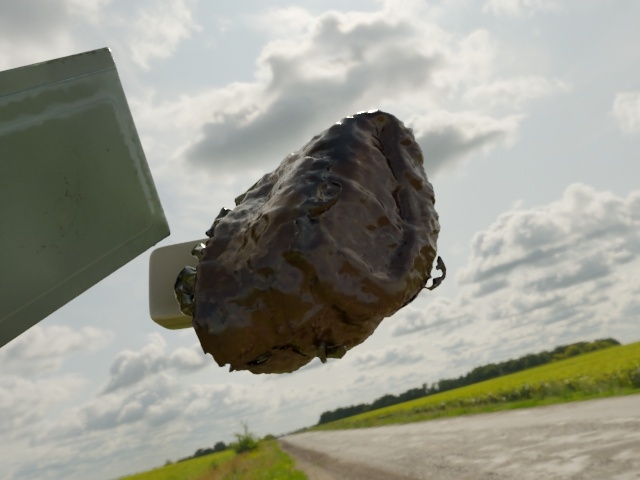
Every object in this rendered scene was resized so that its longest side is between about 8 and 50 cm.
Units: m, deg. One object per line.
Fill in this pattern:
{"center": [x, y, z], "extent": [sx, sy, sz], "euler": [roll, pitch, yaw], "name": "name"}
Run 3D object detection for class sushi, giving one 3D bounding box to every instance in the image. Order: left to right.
{"center": [-0.003, 0.001, 0.499], "extent": [0.167, 0.296, 0.179], "euler": [32, -42, -14], "name": "sushi"}

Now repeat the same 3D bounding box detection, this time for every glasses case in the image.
{"center": [-0.126, 0.059, 1.013], "extent": [0.337, 0.143, 0.076], "euler": [-9, -24, 7], "name": "glasses case"}

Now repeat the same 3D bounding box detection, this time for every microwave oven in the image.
{"center": [-0.389, -0.044, 0.654], "extent": [0.219, 0.286, 0.355], "euler": [0, 26, 27], "name": "microwave oven"}
